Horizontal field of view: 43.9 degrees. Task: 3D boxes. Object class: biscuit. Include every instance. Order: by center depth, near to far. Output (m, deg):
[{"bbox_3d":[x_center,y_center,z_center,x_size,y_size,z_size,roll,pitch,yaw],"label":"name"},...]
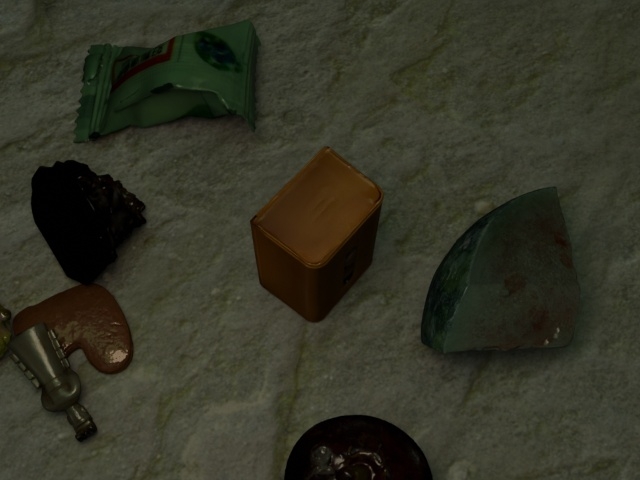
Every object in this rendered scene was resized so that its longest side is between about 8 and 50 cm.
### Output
[{"bbox_3d":[-0.444,0.175,1.434,0.192,0.036,0.186,-24,69,-10],"label":"biscuit"}]

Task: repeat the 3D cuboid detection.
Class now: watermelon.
[{"bbox_3d":[0.330,0.094,1.388,0.258,0.228,0.387,37,61,7],"label":"watermelon"}]

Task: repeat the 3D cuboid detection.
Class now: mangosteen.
[{"bbox_3d":[0.057,0.372,1.217,0.236,0.261,0.235,-1,65,2],"label":"mangosteen"}]

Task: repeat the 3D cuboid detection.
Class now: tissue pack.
[{"bbox_3d":[0.000,0.000,1.387,0.145,0.274,0.194,36,70,14],"label":"tissue pack"}]

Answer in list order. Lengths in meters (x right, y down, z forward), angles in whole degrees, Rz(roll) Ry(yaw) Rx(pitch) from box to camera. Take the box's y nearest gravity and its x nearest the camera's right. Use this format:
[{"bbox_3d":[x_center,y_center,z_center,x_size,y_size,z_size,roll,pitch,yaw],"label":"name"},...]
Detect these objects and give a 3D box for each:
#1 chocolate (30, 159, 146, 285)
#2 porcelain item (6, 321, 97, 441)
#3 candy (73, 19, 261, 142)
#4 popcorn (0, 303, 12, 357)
[{"bbox_3d":[-0.402,-0.064,1.483,0.177,0.206,0.224,-29,83,-45],"label":"chocolate"},{"bbox_3d":[-0.452,0.247,1.372,0.084,0.054,0.213,-35,84,0],"label":"porcelain item"},{"bbox_3d":[-0.321,-0.322,1.624,0.398,0.172,0.262,-6,53,19],"label":"candy"},{"bbox_3d":[-0.610,0.153,1.403,0.126,0.126,0.145,10,45,-23],"label":"popcorn"}]
